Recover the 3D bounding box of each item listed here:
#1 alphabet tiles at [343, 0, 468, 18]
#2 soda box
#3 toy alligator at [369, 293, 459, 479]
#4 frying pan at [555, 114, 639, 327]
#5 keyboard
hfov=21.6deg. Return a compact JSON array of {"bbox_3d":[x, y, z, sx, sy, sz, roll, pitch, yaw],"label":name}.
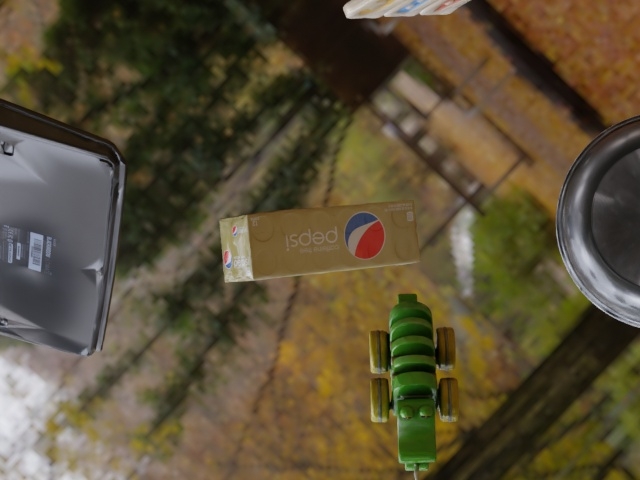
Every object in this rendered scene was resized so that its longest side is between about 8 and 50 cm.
[{"bbox_3d":[0.164,-0.245,1.388,0.284,0.278,0.021,-13,-100,-53],"label":"alphabet tiles"},{"bbox_3d":[0.000,0.000,1.553,0.181,0.061,0.058,-5,180,-30],"label":"soda box"},{"bbox_3d":[0.060,0.102,1.069,0.051,0.056,0.189,86,-177,-53],"label":"toy alligator"},{"bbox_3d":[0.332,-0.077,1.475,0.197,0.326,0.053,26,-177,16],"label":"frying pan"},{"bbox_3d":[-0.251,-0.013,1.277,0.201,0.033,0.317,16,147,-2],"label":"keyboard"}]
